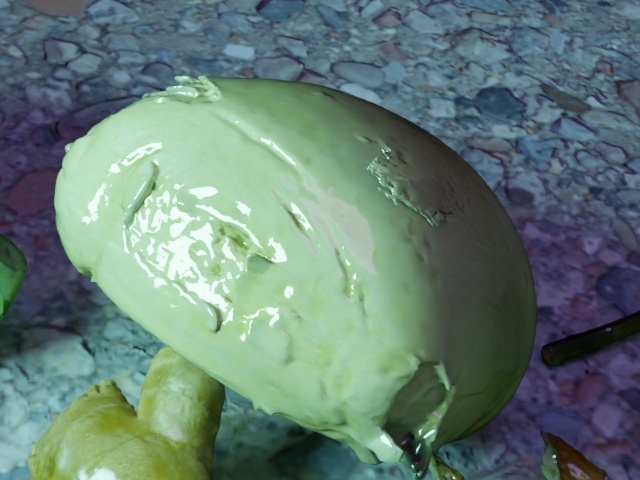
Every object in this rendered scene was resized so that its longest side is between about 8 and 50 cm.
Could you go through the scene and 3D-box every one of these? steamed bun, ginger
[{"bbox_3d":[0.000,0.000,0.762,0.273,0.166,0.232,33,5,27],"label":"steamed bun"},{"bbox_3d":[-0.059,0.182,0.675,0.118,0.065,0.299,-33,54,5],"label":"ginger"}]

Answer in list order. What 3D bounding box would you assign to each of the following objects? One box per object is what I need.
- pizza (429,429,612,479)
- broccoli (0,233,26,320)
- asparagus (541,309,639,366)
[{"bbox_3d":[0.146,0.204,0.724,0.181,0.034,0.262,-22,54,-32],"label":"pizza"},{"bbox_3d":[-0.292,-0.035,0.772,0.270,0.270,0.270,34,37,-20],"label":"broccoli"},{"bbox_3d":[0.197,0.057,0.914,0.127,0.015,0.018,-18,50,-29],"label":"asparagus"}]
